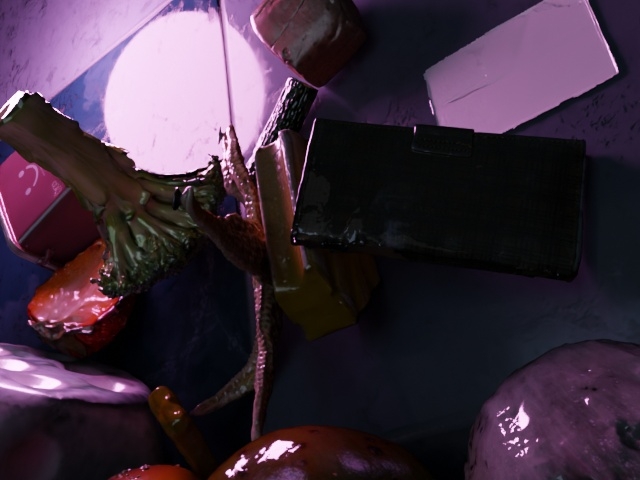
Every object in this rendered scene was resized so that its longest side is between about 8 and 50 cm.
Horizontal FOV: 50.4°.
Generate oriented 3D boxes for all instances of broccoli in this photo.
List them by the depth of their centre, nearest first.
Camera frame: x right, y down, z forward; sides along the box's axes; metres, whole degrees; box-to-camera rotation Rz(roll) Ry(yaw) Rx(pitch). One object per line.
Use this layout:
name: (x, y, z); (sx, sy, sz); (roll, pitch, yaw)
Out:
broccoli: (-0.338, -0.066, 1.047); (0.252, 0.361, 0.221); (-62, 18, 22)

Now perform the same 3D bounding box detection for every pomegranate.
pomegranate: (0.026, 0.333, 0.637); (0.323, 0.290, 0.291); (30, 93, 40)

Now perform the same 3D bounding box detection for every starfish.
starfish: (-0.112, 0.048, 0.885); (0.132, 0.384, 0.399); (1, 99, 2)

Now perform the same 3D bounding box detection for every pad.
pad: (0.242, -0.213, 0.868); (0.232, 0.004, 0.157); (-26, 59, 30)

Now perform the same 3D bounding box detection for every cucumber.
cucumber: (-0.064, -0.166, 1.067); (0.058, 0.058, 0.187); (27, 91, 42)

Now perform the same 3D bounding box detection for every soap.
soap: (0.000, 0.000, 0.879); (0.080, 0.160, 0.258); (-27, 58, 30)

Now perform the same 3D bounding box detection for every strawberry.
strawberry: (-0.386, 0.104, 1.195); (0.190, 0.111, 0.237); (12, 52, 27)

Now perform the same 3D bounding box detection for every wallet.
wallet: (0.134, -0.051, 0.775); (0.316, 0.044, 0.169); (7, 71, 11)

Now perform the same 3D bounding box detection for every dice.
dice: (-0.459, 0.342, 1.011); (0.327, 0.330, 0.348); (12, 80, 42)

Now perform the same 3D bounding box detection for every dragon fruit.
dragon fruit: (0.228, 0.204, 0.587); (0.283, 0.204, 0.221); (-49, 49, 13)

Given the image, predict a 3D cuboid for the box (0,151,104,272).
box: (-0.492, -0.079, 1.304); (0.167, 0.193, 0.294); (-45, 50, 7)

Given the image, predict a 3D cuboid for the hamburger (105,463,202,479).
hamburger: (-0.239, 0.384, 0.866); (0.246, 0.246, 0.170); (-33, 79, 25)

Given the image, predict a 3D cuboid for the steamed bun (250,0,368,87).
steamed bun: (-0.012, -0.332, 1.061); (0.145, 0.106, 0.175); (-43, 65, 12)

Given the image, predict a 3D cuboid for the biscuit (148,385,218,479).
biscuit: (-0.202, 0.252, 0.953); (0.039, 0.183, 0.174); (-32, 48, -18)
